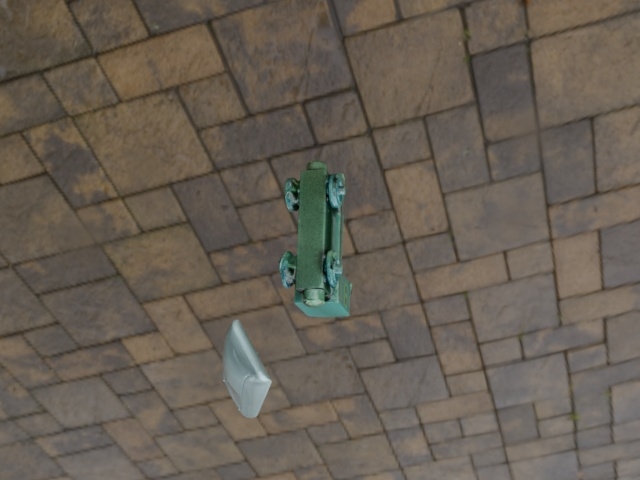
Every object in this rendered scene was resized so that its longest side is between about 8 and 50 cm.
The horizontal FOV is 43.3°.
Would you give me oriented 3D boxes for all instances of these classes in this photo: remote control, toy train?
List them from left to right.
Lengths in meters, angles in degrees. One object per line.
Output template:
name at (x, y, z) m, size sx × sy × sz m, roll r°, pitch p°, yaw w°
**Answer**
remote control at (-0.126, 0.213, 1.274) m, size 0.051 × 0.103 × 0.293 m, roll -25°, pitch 163°, yaw -16°
toy train at (0.000, 0.000, 1.597) m, size 0.120 × 0.298 × 0.194 m, roll -3°, pitch 159°, yaw 14°
